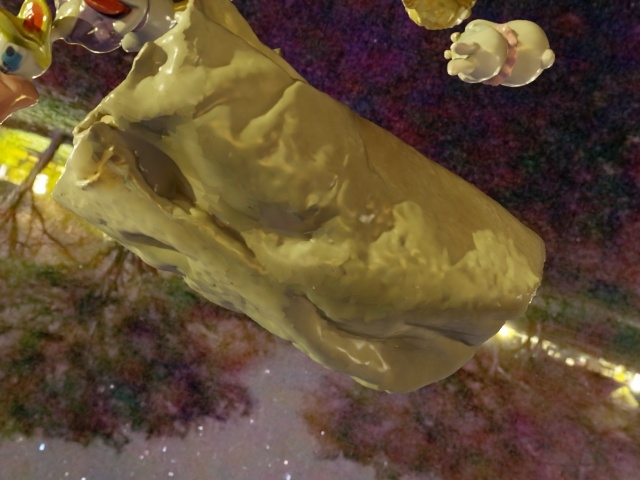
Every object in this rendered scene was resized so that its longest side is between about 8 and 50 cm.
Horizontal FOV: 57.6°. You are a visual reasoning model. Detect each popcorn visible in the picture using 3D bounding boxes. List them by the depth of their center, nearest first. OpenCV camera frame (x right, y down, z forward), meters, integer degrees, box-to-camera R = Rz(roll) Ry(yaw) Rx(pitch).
[{"bbox_3d":[0.232,-0.515,1.171,0.180,0.180,0.170,18,-169,4],"label":"popcorn"}]

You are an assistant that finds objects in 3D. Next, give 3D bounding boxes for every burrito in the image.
[{"bbox_3d":[0.002,-0.002,0.396,0.332,0.190,0.135,33,-168,-14],"label":"burrito"}]

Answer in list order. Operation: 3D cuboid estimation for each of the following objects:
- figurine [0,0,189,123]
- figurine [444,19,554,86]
[{"bbox_3d":[-0.309,-0.315,0.799,0.154,0.421,0.193,53,152,5],"label":"figurine"},{"bbox_3d":[0.307,-0.358,1.103,0.236,0.127,0.155,-8,-138,-27],"label":"figurine"}]
